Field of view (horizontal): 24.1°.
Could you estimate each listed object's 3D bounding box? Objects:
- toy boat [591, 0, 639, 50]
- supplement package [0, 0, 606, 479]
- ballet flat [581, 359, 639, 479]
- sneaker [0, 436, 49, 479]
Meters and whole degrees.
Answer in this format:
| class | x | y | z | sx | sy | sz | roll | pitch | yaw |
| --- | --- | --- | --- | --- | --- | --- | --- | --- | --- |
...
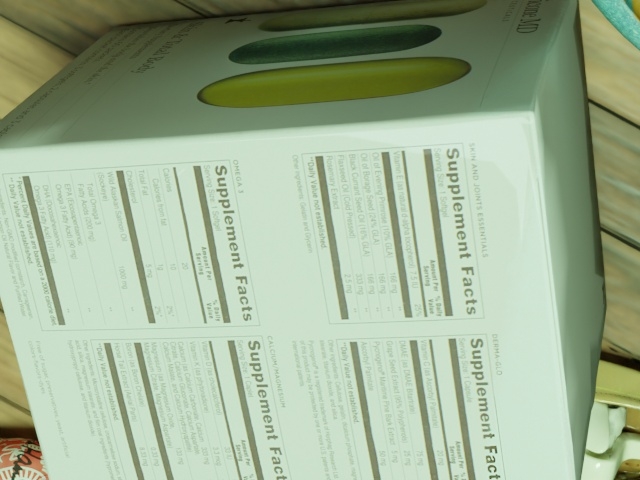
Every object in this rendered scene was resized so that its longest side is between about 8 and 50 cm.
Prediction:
| class | x | y | z | sx | sy | sz | roll | pitch | yaw |
| --- | --- | --- | --- | --- | --- | --- | --- | --- | --- |
| toy boat | 0.112 | -0.159 | 0.610 | 0.318 | 0.148 | 0.267 | 18 | 153 | 18 |
| supplement package | 0.000 | 0.000 | 0.760 | 0.262 | 0.199 | 0.198 | -3 | 114 | 16 |
| ballet flat | 0.183 | 0.116 | 0.840 | 0.232 | 0.073 | 0.080 | 9 | 119 | 11 |
| sneaker | -0.168 | 0.258 | 0.997 | 0.145 | 0.090 | 0.270 | 5 | 114 | 16 |
